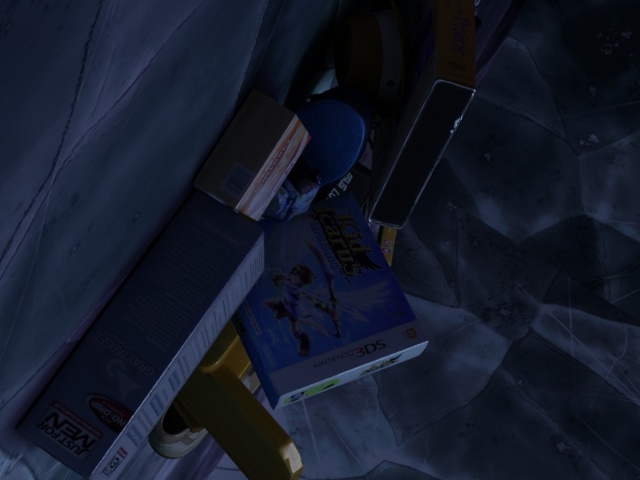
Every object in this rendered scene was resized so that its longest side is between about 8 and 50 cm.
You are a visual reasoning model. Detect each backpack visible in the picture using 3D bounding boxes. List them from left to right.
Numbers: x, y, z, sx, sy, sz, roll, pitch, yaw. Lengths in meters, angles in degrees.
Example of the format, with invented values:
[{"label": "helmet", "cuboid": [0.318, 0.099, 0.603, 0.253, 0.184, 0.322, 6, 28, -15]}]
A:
[{"label": "backpack", "cuboid": [-0.062, -0.081, 1.744, 0.084, 0.105, 0.114, -28, 161, -25]}]

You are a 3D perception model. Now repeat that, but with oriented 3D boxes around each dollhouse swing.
[{"label": "dollhouse swing", "cuboid": [-0.091, 0.199, 1.955, 0.315, 0.305, 0.347, -53, 171, -25]}]

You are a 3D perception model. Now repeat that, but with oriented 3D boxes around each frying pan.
[{"label": "frying pan", "cuboid": [0.105, -0.080, 2.522, 0.326, 0.053, 0.197, -78, 177, -73]}]

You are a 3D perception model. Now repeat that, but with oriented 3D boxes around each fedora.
[{"label": "fedora", "cuboid": [0.066, -0.264, 1.733, 0.194, 0.079, 0.194, 174, -90, -78]}]

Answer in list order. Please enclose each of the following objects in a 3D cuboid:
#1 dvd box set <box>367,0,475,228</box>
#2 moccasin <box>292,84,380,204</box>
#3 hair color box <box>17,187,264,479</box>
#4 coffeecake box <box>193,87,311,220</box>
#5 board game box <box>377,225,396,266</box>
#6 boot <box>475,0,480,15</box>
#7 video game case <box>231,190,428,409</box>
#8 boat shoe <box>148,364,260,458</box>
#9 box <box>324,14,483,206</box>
[{"label": "dvd box set", "cuboid": [0.151, -0.270, 1.800, 0.308, 0.062, 0.420, 114, -14, -48]}, {"label": "moccasin", "cuboid": [-0.002, -0.150, 1.813, 0.117, 0.138, 0.342, -48, -177, -30]}, {"label": "hair color box", "cuboid": [-0.220, 0.133, 1.565, 0.374, 0.113, 0.185, -56, 172, -15]}, {"label": "coffeecake box", "cuboid": [-0.085, -0.109, 1.590, 0.142, 0.068, 0.185, -58, 173, 0]}, {"label": "board game box", "cuboid": [0.146, -0.073, 2.485, 0.124, 0.039, 0.259, -94, -170, -83]}, {"label": "boot", "cuboid": [0.290, -0.495, 2.463, 0.086, 0.069, 0.190, -31, 146, -58]}, {"label": "video game case", "cuboid": [-0.010, 0.081, 1.766, 0.244, 0.269, 0.061, -18, 158, -22]}, {"label": "boat shoe", "cuboid": [-0.193, 0.269, 2.295, 0.341, 0.121, 0.110, -51, 172, -30]}, {"label": "box", "cuboid": [0.118, -0.207, 2.162, 0.395, 0.097, 0.318, -56, -179, -25]}]
